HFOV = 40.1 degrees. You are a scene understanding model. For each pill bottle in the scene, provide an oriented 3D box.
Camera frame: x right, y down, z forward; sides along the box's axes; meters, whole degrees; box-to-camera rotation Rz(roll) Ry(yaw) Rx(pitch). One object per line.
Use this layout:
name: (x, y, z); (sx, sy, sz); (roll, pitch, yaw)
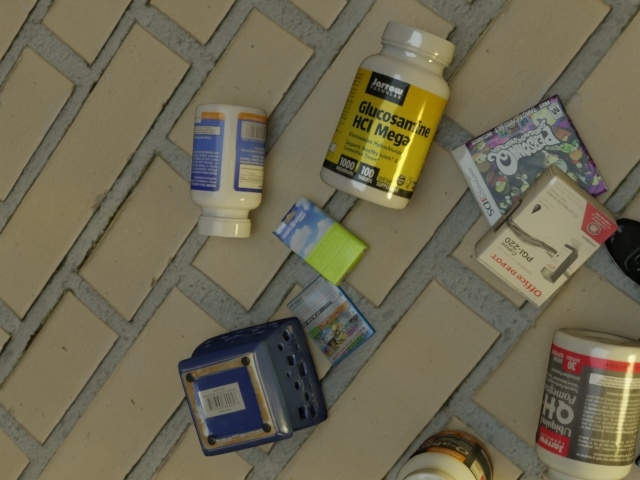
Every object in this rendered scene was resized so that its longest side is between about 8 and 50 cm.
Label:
pill bottle: (0.491, 0.331, 1.607); (0.176, 0.176, 0.318); (10, 94, 19)
pill bottle: (-0.196, -0.145, 1.848); (0.152, 0.152, 0.271); (6, 93, 19)
pill bottle: (0.229, 0.462, 1.647); (0.162, 0.278, 0.162); (0, 91, 18)
pill bottle: (0.138, -0.242, 1.710); (0.188, 0.188, 0.333); (22, 98, 17)

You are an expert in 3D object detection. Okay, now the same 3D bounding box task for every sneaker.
sneaker: (0.628, 0.069, 1.581); (0.107, 0.124, 0.283); (-44, 78, 14)

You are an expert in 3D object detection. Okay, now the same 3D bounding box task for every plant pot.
plant pot: (-0.149, 0.306, 1.803); (0.236, 0.212, 0.235); (-17, 90, 20)

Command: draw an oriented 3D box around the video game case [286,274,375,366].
video game case: (0.021, 0.165, 1.851); (0.119, 0.015, 0.166); (-42, 78, 15)

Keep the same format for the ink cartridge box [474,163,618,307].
ink cartridge box: (0.417, -0.007, 1.638); (0.159, 0.092, 0.218); (38, 113, -5)

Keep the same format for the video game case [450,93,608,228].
video game case: (0.402, -0.136, 1.698); (0.232, 0.042, 0.210); (-28, 84, 17)

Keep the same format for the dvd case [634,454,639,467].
dvd case: (0.737, 0.424, 1.606); (0.253, 0.022, 0.180); (39, 103, 15)

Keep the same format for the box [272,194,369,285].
box: (0.000, 0.000, 1.834); (0.178, 0.042, 0.109); (39, 95, 15)
